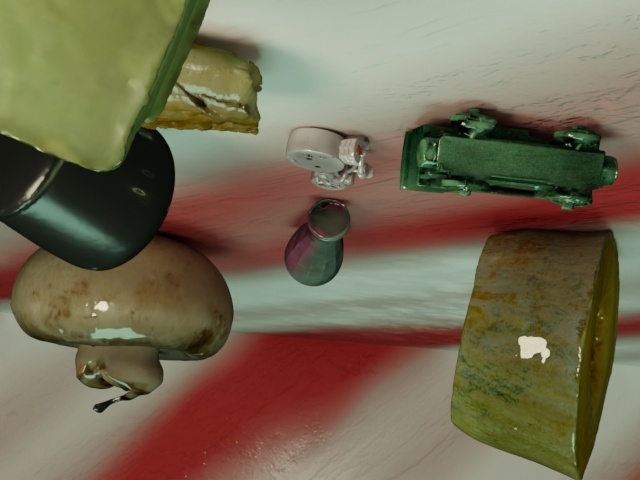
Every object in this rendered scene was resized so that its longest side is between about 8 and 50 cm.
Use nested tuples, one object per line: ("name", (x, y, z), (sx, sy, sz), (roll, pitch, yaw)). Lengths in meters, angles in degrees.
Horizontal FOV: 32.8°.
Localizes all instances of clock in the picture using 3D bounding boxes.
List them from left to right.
("clock", (0.013, -0.085, 1.189), (0.087, 0.041, 0.129), (6, 164, 15))

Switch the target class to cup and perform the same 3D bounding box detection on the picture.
("cup", (-0.270, -0.077, 1.127), (0.176, 0.169, 0.223), (25, -171, -48))

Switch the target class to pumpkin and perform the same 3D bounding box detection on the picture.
("pumpkin", (0.288, 0.147, 1.484), (0.199, 0.332, 0.332), (4, 168, 20))

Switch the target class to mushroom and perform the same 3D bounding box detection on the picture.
("mushroom", (-0.326, 0.136, 1.783), (0.362, 0.295, 0.362), (4, 170, 1))

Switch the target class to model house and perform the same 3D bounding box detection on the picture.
("model house", (-0.170, -0.171, 0.650), (0.214, 0.195, 0.189), (21, -169, -4))

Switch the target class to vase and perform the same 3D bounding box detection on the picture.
("vase", (0.000, 0.000, 1.523), (0.086, 0.086, 0.214), (7, 164, -5))

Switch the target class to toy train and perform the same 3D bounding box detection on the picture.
("toy train", (0.185, -0.077, 1.079), (0.200, 0.083, 0.132), (8, 179, -11))

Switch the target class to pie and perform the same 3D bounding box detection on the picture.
("pie", (-0.189, -0.143, 0.937), (0.282, 0.068, 0.128), (7, 167, -3))
